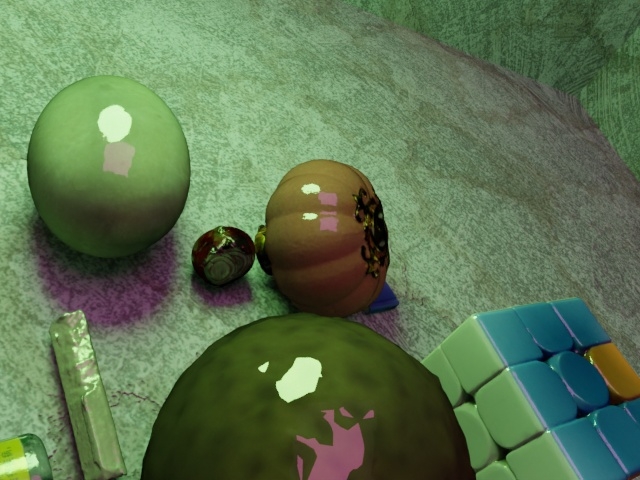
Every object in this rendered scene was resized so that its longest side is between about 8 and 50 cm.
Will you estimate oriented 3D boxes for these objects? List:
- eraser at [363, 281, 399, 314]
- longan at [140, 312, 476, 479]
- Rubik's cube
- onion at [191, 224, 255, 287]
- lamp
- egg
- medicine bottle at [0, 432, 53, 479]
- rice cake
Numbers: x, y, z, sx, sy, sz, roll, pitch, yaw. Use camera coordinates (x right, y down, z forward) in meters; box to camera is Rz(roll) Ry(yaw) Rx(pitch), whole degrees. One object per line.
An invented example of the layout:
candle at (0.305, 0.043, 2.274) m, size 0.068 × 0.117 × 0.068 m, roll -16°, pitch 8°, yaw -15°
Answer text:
eraser at (0.117, 0.121, 1.134) m, size 0.085 × 0.027 × 0.063 m, roll -6°, pitch 55°, yaw -37°
longan at (-0.015, 0.278, 0.646) m, size 0.391 × 0.391 × 0.391 m, roll 17°, pitch 43°, yaw -17°
Rubik's cube at (0.343, 0.299, 0.902) m, size 0.292 × 0.291 × 0.290 m, roll -2°, pitch 51°, yaw -35°
onion at (-0.179, 0.023, 0.982) m, size 0.117 × 0.118 × 0.118 m, roll -9°, pitch 55°, yaw -24°
lamp at (0.000, 0.000, 1.017) m, size 0.305 × 0.240 × 0.305 m, roll -7°, pitch 90°, yaw -66°
egg at (-0.352, -0.130, 0.910) m, size 0.259 × 0.258 × 0.352 m, roll 11°, pitch 45°, yaw -24°
medicine bottle at (-0.429, 0.301, 0.529) m, size 0.293 × 0.141 × 0.141 m, roll -7°, pitch 55°, yaw -36°
rice cake at (-0.324, 0.213, 0.742) m, size 0.052 × 0.057 × 0.256 m, roll 19°, pitch 36°, yaw -56°
